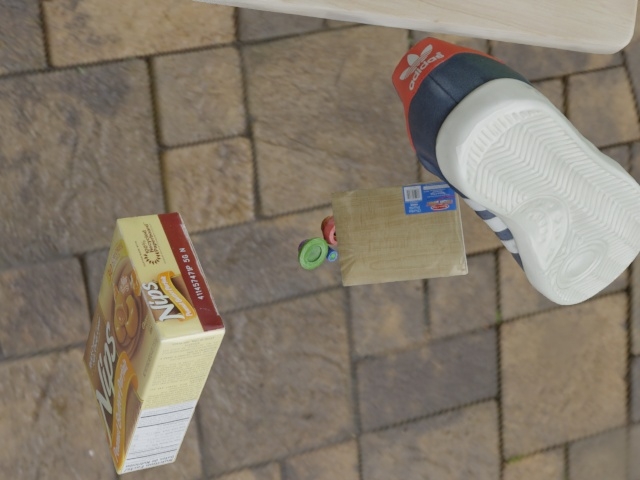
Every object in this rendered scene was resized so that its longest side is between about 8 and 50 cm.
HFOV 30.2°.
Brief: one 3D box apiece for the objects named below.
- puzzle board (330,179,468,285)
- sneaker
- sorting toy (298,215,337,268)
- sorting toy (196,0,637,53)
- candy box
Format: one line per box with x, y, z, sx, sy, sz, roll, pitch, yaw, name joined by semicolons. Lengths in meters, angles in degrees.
0.079;-0.007;1.190;0.128;0.011;0.096;-6;95;14;puzzle board
0.176;-0.065;1.041;0.131;0.148;0.350;-42;141;4;sneaker
0.000;0.000;1.761;0.102;0.042;0.061;-38;134;-16;sorting toy
0.060;-0.245;0.706;0.257;0.089;0.255;7;86;0;sorting toy
-0.218;0.134;1.491;0.088;0.183;0.316;-8;145;-25;candy box
